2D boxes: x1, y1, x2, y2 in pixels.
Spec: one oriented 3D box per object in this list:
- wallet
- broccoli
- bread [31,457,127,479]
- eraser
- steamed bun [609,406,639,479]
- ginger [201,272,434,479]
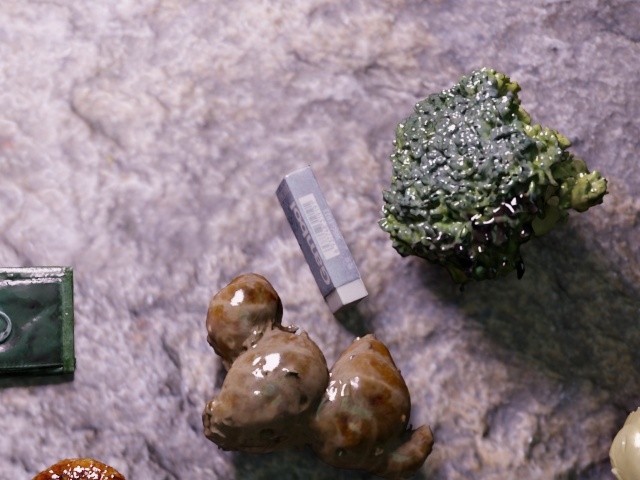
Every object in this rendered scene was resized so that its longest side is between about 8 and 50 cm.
[{"bbox_3d":[-0.467,0.116,1.861,0.236,0.055,0.160,-2,84,-11],"label":"wallet"},{"bbox_3d":[0.246,-0.077,1.957,0.281,0.348,0.293,25,115,-34],"label":"broccoli"},{"bbox_3d":[-0.329,0.395,1.813,0.193,0.064,0.193,1,77,-6],"label":"bread"},{"bbox_3d":[0.000,0.000,1.950,0.046,0.092,0.212,-22,82,-15],"label":"eraser"},{"bbox_3d":[0.558,0.324,1.940,0.273,0.166,0.232,-36,73,-21],"label":"steamed bun"},{"bbox_3d":[-0.007,0.214,1.860,0.375,0.176,0.256,25,58,-4],"label":"ginger"}]
